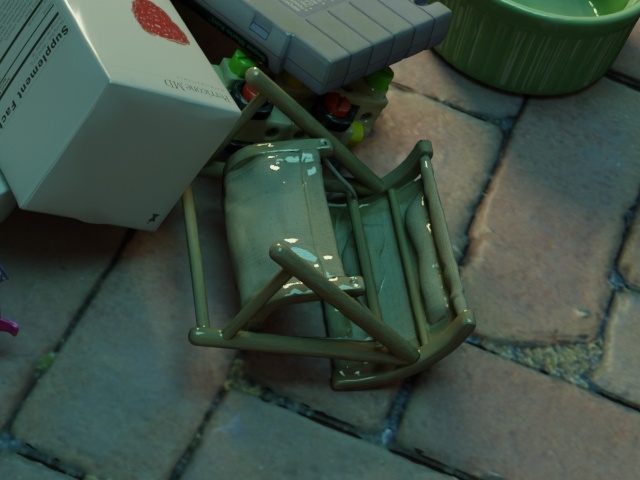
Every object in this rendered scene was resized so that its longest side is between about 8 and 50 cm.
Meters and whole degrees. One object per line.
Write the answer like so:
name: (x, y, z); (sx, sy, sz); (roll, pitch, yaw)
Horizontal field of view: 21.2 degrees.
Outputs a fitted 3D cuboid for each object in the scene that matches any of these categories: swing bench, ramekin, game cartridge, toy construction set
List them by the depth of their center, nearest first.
swing bench: (0.000, 0.000, 1.745); (0.254, 0.165, 0.253); (21, 41, -31)
game cartridge: (-0.056, -0.298, 1.896); (0.355, 0.068, 0.230); (39, 46, 23)
toy construction set: (-0.062, -0.181, 1.903); (0.327, 0.151, 0.215); (-5, 51, -20)
ramekin: (0.260, -0.320, 2.121); (0.303, 0.148, 0.303); (8, 48, -9)

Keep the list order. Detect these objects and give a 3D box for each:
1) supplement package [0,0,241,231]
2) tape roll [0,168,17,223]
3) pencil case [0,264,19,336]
supplement package: (-0.245, -0.177, 1.747); (0.177, 0.175, 0.293); (10, 37, -46)
tape roll: (-0.470, -0.144, 1.717); (0.392, 0.072, 0.392); (27, 29, -16)
pencil case: (-0.413, 0.072, 1.619); (0.236, 0.104, 0.104); (-14, 55, -25)
